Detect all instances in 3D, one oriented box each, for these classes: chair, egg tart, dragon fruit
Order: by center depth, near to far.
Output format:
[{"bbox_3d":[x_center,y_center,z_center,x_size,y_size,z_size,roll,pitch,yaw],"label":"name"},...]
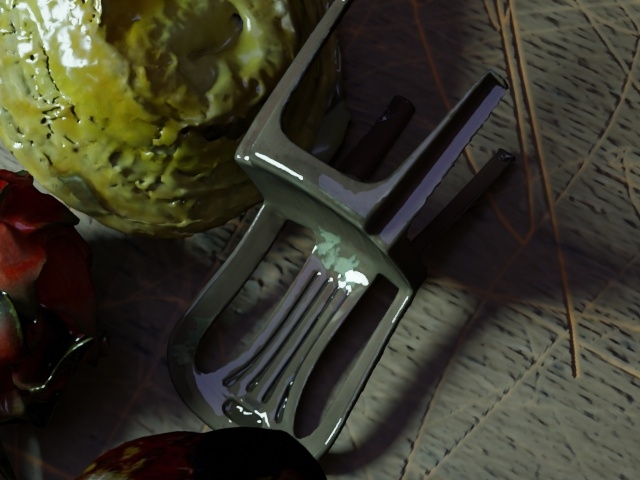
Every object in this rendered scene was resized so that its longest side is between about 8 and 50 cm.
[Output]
[{"bbox_3d":[0.000,0.000,1.543,0.175,0.183,0.326,31,78,25],"label":"chair"},{"bbox_3d":[-0.268,0.058,1.593,0.192,0.193,0.274,-15,100,5],"label":"dragon fruit"},{"bbox_3d":[-0.119,-0.172,1.595,0.341,0.129,0.341,6,75,-23],"label":"egg tart"}]

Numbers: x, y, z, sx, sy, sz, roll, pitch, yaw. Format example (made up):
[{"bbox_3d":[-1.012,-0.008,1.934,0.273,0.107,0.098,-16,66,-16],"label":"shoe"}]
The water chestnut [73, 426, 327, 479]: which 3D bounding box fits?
[{"bbox_3d":[-0.076,0.254,1.415,0.244,0.289,0.289,-39,64,9],"label":"water chestnut"}]
